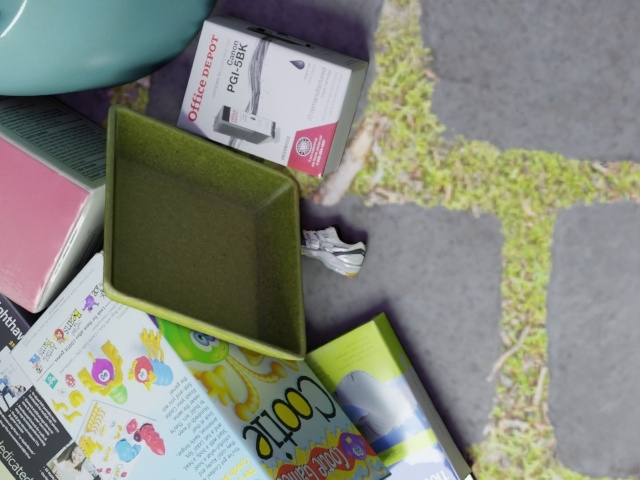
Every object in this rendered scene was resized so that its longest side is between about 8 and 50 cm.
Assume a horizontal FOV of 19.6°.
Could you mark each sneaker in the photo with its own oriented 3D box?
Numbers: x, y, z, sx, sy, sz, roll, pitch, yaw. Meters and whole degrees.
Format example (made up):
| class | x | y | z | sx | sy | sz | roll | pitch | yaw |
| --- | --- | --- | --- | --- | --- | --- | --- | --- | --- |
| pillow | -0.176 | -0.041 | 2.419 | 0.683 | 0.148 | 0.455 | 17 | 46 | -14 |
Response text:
| class | x | y | z | sx | sy | sz | roll | pitch | yaw |
| --- | --- | --- | --- | --- | --- | --- | --- | --- | --- |
| sneaker | 0.000 | 0.000 | 1.574 | 0.083 | 0.032 | 0.037 | 25 | 92 | 7 |

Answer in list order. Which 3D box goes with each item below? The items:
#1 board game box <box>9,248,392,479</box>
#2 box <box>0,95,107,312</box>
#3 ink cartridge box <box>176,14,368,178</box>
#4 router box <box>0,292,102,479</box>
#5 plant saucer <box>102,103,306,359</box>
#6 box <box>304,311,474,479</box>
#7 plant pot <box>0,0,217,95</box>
| class | x | y | z | sx | sy | sz | roll | pitch | yaw |
| --- | --- | --- | --- | --- | --- | --- | --- | --- | --- |
| board game box | -0.099 | 0.143 | 1.537 | 0.144 | 0.142 | 0.275 | -45 | 76 | 31 |
| box | -0.282 | -0.061 | 1.583 | 0.232 | 0.148 | 0.127 | 31 | 109 | 10 |
| ink cartridge box | -0.041 | -0.121 | 1.546 | 0.135 | 0.056 | 0.099 | 19 | 106 | 13 |
| router box | -0.291 | 0.179 | 1.655 | 0.243 | 0.081 | 0.309 | -43 | 81 | 19 |
| plant saucer | -0.103 | 0.002 | 1.496 | 0.188 | 0.188 | 0.045 | 22 | 137 | -30 |
| box | 0.048 | 0.164 | 1.580 | 0.109 | 0.042 | 0.178 | -29 | 90 | 20 |
| plant pot | -0.251 | -0.247 | 1.482 | 0.293 | 0.235 | 0.293 | 5 | 105 | 20 |
